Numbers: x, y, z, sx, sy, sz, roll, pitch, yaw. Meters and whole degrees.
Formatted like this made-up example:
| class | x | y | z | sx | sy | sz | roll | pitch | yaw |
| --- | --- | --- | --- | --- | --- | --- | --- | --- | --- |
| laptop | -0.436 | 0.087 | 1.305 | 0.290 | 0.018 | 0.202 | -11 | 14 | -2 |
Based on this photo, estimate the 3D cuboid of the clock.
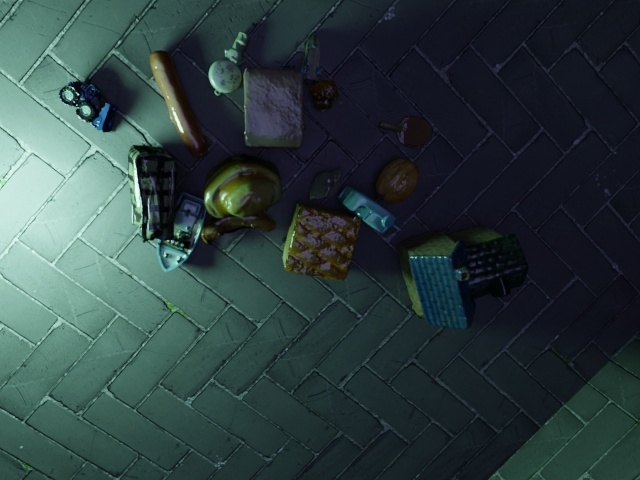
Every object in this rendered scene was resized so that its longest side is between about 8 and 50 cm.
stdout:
| class | x | y | z | sx | sy | sz | roll | pitch | yaw |
| --- | --- | --- | --- | --- | --- | --- | --- | --- | --- |
| clock | 0.207 | -0.115 | 1.906 | 0.274 | 0.223 | 0.094 | 35 | 96 | -15 |

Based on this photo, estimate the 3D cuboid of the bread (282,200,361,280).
| class | x | y | z | sx | sy | sz | roll | pitch | yaw |
| --- | --- | --- | --- | --- | --- | --- | --- | --- | --- |
| bread | 0.000 | 0.000 | 1.914 | 0.280 | 0.207 | 0.278 | 10 | 101 | -11 |

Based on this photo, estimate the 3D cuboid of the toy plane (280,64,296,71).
| class | x | y | z | sx | sy | sz | roll | pitch | yaw |
| --- | --- | --- | --- | --- | --- | --- | --- | --- | --- |
| toy plane | -0.122 | -0.675 | 1.803 | 0.078 | 0.084 | 0.024 | -29 | 128 | -27 |

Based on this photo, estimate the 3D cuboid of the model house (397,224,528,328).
| class | x | y | z | sx | sy | sz | roll | pitch | yaw |
| --- | --- | --- | --- | --- | --- | --- | --- | --- | --- |
| model house | 0.610 | 0.163 | 1.941 | 0.446 | 0.400 | 0.394 | -16 | 102 | -4 |

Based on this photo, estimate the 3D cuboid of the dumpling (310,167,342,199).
| class | x | y | z | sx | sy | sz | roll | pitch | yaw |
| --- | --- | --- | --- | --- | --- | --- | --- | --- | --- |
| dumpling | 0.032 | -0.226 | 1.906 | 0.188 | 0.127 | 0.108 | -42 | 118 | 0 |

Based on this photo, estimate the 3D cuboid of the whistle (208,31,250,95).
| class | x | y | z | sx | sy | sz | roll | pitch | yaw |
| --- | --- | --- | --- | --- | --- | --- | --- | --- | --- |
| whistle | -0.348 | -0.680 | 1.781 | 0.126 | 0.067 | 0.257 | 24 | 95 | -26 |

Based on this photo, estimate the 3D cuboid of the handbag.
| class | x | y | z | sx | sy | sz | roll | pitch | yaw |
| --- | --- | --- | --- | --- | --- | --- | --- | --- | --- |
| handbag | -0.633 | -0.183 | 1.722 | 0.163 | 0.325 | 0.326 | -1 | 106 | -26 |

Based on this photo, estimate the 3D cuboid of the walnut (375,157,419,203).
| class | x | y | z | sx | sy | sz | roll | pitch | yaw |
| --- | --- | --- | --- | --- | --- | --- | --- | --- | --- |
| walnut | 0.323 | -0.250 | 1.928 | 0.159 | 0.159 | 0.206 | 38 | 89 | -14 |

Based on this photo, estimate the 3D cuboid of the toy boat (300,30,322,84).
| class | x | y | z | sx | sy | sz | roll | pitch | yaw |
| --- | --- | --- | --- | --- | --- | --- | --- | --- | --- |
| toy boat | -0.032 | -0.723 | 1.818 | 0.085 | 0.066 | 0.210 | 5 | 91 | -21 |

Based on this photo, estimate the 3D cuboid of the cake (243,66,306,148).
| class | x | y | z | sx | sy | sz | roll | pitch | yaw |
| --- | --- | --- | --- | --- | --- | --- | --- | --- | --- |
| cake | -0.182 | -0.500 | 1.760 | 0.230 | 0.237 | 0.308 | -4 | 101 | -10 |

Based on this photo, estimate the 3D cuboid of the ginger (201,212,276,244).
| class | x | y | z | sx | sy | sz | roll | pitch | yaw |
| --- | --- | --- | --- | --- | --- | --- | --- | --- | --- |
| ginger | -0.342 | -0.075 | 1.901 | 0.310 | 0.107 | 0.132 | -14 | 87 | -10 |

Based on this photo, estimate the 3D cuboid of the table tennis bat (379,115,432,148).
| class | x | y | z | sx | sy | sz | roll | pitch | yaw |
| --- | --- | --- | --- | --- | --- | --- | --- | --- | --- |
| table tennis bat | 0.362 | -0.465 | 1.951 | 0.235 | 0.022 | 0.130 | 9 | 102 | -11 |

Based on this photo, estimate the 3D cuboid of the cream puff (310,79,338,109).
| class | x | y | z | sx | sy | sz | roll | pitch | yaw |
| --- | --- | --- | --- | --- | --- | --- | --- | --- | --- |
| cream puff | 0.015 | -0.576 | 1.830 | 0.116 | 0.122 | 0.094 | 7 | 63 | -30 |

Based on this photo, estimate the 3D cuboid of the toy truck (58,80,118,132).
| class | x | y | z | sx | sy | sz | roll | pitch | yaw |
| --- | --- | --- | --- | --- | --- | --- | --- | --- | --- |
| toy truck | -0.853 | -0.504 | 1.728 | 0.126 | 0.113 | 0.208 | -43 | 106 | 2 |

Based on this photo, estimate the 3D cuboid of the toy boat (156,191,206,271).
| class | x | y | z | sx | sy | sz | roll | pitch | yaw |
| --- | --- | --- | --- | --- | --- | --- | --- | --- | --- |
| toy boat | -0.569 | -0.026 | 1.868 | 0.145 | 0.133 | 0.331 | 23 | 99 | -13 |

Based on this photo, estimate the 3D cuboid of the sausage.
| class | x | y | z | sx | sy | sz | roll | pitch | yaw |
| --- | --- | --- | --- | --- | --- | --- | --- | --- | --- |
| sausage | -0.544 | -0.518 | 1.778 | 0.094 | 0.094 | 0.418 | -18 | 106 | 12 |

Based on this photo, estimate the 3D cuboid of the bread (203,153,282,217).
| class | x | y | z | sx | sy | sz | roll | pitch | yaw |
| --- | --- | --- | --- | --- | --- | --- | --- | --- | --- |
| bread | -0.301 | -0.215 | 1.756 | 0.301 | 0.341 | 0.210 | -11 | 112 | 0 |
